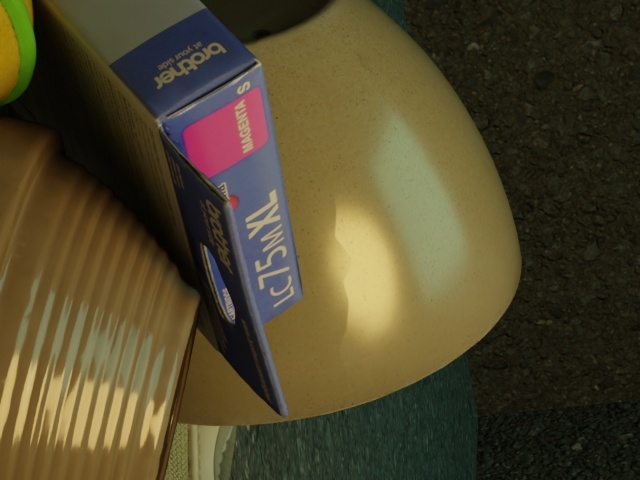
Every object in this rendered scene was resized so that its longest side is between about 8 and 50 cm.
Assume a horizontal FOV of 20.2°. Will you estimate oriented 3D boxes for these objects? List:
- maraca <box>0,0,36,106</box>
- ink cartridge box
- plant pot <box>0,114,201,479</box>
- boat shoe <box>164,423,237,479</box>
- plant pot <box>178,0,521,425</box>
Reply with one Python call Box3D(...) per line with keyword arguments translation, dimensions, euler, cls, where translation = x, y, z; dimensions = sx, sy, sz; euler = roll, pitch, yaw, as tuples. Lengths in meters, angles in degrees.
Box3D(translation=(-0.186, -0.120, 0.739), dimensions=(0.099, 0.127, 0.186), euler=(-68, 148, -34), cls="maraca")
Box3D(translation=(-0.097, -0.075, 0.856), dimensions=(0.311, 0.065, 0.186), euler=(50, -17, 31), cls="ink cartridge box")
Box3D(translation=(-0.118, 0.070, 0.795), dimensions=(0.237, 0.109, 0.237), euler=(-167, -90, -90), cls="plant pot")
Box3D(translation=(-0.109, 0.165, 1.083), dimensions=(0.118, 0.103, 0.320), euler=(102, -4, -55), cls="boat shoe")
Box3D(translation=(-0.033, -0.051, 1.051), dimensions=(0.284, 0.284, 0.191), euler=(-79, 161, -60), cls="plant pot")
